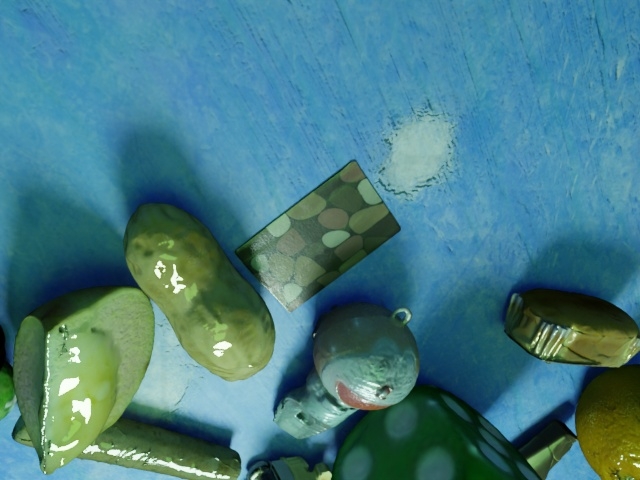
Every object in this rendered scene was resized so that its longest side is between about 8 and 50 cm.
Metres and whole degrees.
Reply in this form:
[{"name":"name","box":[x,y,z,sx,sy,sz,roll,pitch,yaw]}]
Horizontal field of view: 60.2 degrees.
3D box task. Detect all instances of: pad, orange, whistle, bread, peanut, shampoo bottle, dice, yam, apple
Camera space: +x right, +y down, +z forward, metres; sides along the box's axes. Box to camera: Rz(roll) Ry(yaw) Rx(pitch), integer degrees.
[{"name":"pad","box":[0.000,0.000,0.874,0.235,0.003,0.158,-37,121,3]},{"name":"orange","box":[0.664,0.392,1.132,0.275,0.274,0.274,-7,118,-14]},{"name":"whistle","box":[0.039,0.239,0.924,0.189,0.189,0.347,26,117,-27]},{"name":"bread","box":[0.474,0.161,1.032,0.241,0.136,0.106,8,111,-22]},{"name":"peanut","box":[-0.160,0.082,0.782,0.148,0.147,0.318,-28,121,-2]},{"name":"shampoo bottle","box":[0.433,0.544,1.248,0.126,0.084,0.350,38,99,-28]},{"name":"dice","box":[0.214,0.465,1.005,0.287,0.300,0.297,38,98,-30]},{"name":"yam","box":[-0.303,0.340,0.911,0.372,0.083,0.083,29,105,-29]},{"name":"apple","box":[-0.334,0.169,0.788,0.193,0.120,0.264,-26,135,-54]}]

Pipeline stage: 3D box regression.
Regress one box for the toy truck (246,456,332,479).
[{"name":"toy truck","box":[-0.067,0.545,1.069,0.157,0.124,0.272,1,113,-30]}]

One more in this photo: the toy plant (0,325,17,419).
[{"name":"toy plant","box":[-0.494,0.165,0.704,0.218,0.176,0.235,-16,128,-57]}]
